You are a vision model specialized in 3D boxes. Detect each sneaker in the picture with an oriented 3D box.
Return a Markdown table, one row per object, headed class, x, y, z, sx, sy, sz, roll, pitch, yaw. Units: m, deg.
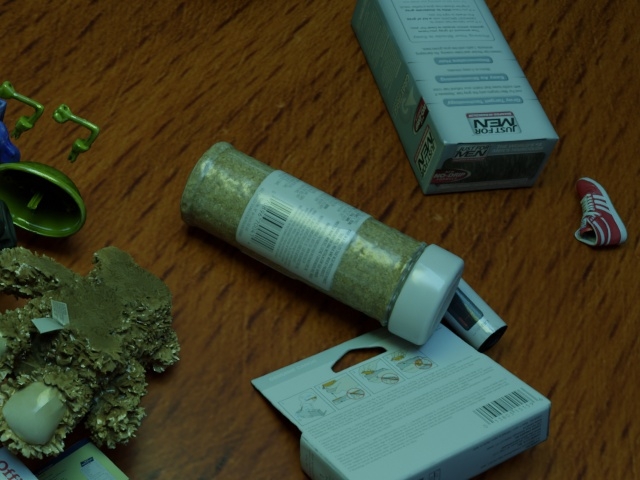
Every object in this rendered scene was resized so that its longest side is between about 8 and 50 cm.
| class | x | y | z | sx | sy | sz | roll | pitch | yaw |
| --- | --- | --- | --- | --- | --- | --- | --- | --- | --- |
| sneaker | 0.391 | -0.041 | 1.594 | 0.067 | 0.042 | 0.118 | -10 | 57 | -27 |

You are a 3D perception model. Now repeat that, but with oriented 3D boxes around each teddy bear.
| class | x | y | z | sx | sy | sz | roll | pitch | yaw |
| --- | --- | --- | --- | --- | --- | --- | --- | --- | --- |
| teddy bear | -0.277 | 0.118 | 1.167 | 0.245 | 0.113 | 0.338 | 33 | 23 | -10 |

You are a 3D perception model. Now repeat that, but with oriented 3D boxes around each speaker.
| class | x | y | z | sx | sy | sz | roll | pitch | yaw |
| --- | --- | --- | --- | --- | --- | --- | --- | --- | --- |
| speaker | 0.179 | 0.083 | 1.423 | 0.055 | 0.055 | 0.136 | -27 | 63 | -32 |

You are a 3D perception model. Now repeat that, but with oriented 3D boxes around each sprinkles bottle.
| class | x | y | z | sx | sy | sz | roll | pitch | yaw |
| --- | --- | --- | --- | --- | --- | --- | --- | --- | --- |
| sprinkles bottle | 0.000 | 0.000 | 1.379 | 0.355 | 0.121 | 0.121 | 27 | 49 | 13 |

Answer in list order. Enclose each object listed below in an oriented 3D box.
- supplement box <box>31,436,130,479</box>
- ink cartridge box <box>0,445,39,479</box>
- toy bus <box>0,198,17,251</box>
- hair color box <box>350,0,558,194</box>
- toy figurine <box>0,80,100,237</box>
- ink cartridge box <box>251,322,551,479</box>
| class | x | y | z | sx | sy | sz | roll | pitch | yaw |
| --- | --- | --- | --- | --- | --- | --- | --- | --- | --- |
| supplement box | -0.249 | 0.266 | 1.135 | 0.083 | 0.056 | 0.083 | -31 | 52 | -34 |
| ink cartridge box | -0.330 | 0.312 | 1.038 | 0.128 | 0.127 | 0.176 | 40 | 51 | 18 |
| toy bus | -0.436 | -0.076 | 1.203 | 0.149 | 0.220 | 0.211 | -15 | 81 | -8 |
| hair color box | 0.193 | -0.249 | 1.663 | 0.185 | 0.114 | 0.374 | -5 | 52 | -19 |
| toy figurine | -0.433 | -0.161 | 1.368 | 0.362 | 0.191 | 0.217 | 19 | 22 | -6 |
| ink cartridge box | 0.092 | 0.202 | 1.299 | 0.275 | 0.060 | 0.239 | -19 | 34 | -28 |
